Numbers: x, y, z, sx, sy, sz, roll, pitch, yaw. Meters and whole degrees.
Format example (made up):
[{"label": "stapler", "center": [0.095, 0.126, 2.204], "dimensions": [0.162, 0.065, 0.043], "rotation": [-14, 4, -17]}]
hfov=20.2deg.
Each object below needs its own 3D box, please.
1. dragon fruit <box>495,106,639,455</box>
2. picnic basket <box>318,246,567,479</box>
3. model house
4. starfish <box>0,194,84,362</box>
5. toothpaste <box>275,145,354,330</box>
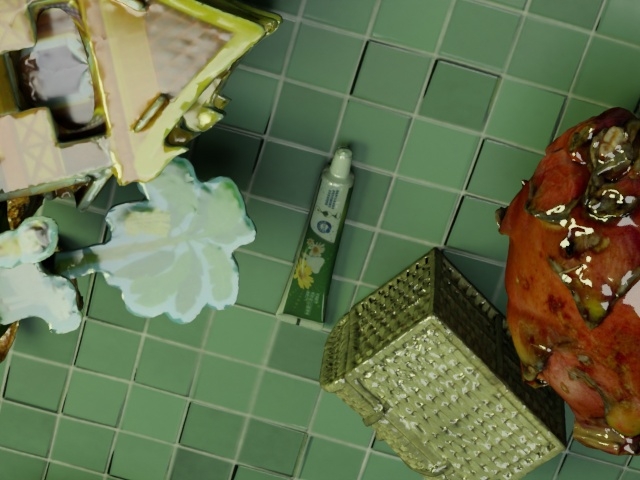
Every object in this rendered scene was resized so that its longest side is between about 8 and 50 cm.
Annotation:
[{"label": "dragon fruit", "center": [0.275, 0.036, 1.563], "dimensions": [0.250, 0.250, 0.315], "rotation": [-15, 100, 15]}, {"label": "picnic basket", "center": [0.113, 0.140, 1.697], "dimensions": [0.154, 0.134, 0.196], "rotation": [-37, 111, 21]}, {"label": "model house", "center": [-0.174, -0.088, 1.495], "dimensions": [0.312, 0.242, 0.358], "rotation": [-11, 98, 5]}, {"label": "starfish", "center": [-0.298, 0.029, 1.712], "dimensions": [0.146, 0.074, 0.190], "rotation": [-1, 122, 6]}, {"label": "toothpaste", "center": [0.000, 0.000, 1.685], "dimensions": [0.049, 0.031, 0.204], "rotation": [14, 123, -1]}]
